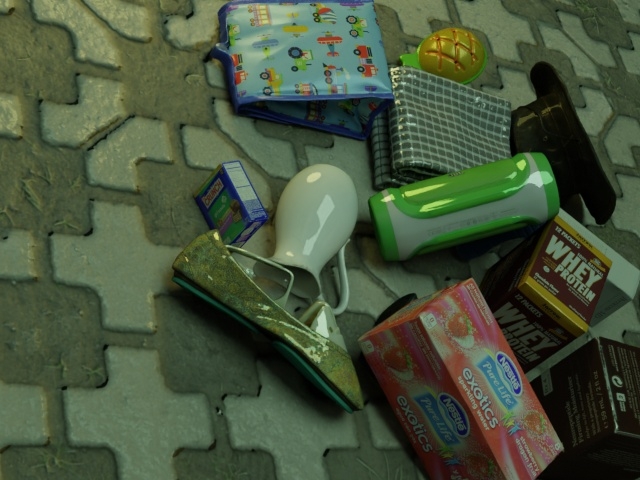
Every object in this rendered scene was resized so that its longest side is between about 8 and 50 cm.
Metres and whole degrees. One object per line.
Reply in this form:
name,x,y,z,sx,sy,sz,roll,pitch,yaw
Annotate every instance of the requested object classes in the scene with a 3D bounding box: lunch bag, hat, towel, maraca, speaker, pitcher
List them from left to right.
lunch bag,-0.044,-0.312,1.970,0.293,0.138,0.221,3,60,-23
pitcher,0.000,0.000,1.785,0.178,0.125,0.207,43,52,-31
maraca,0.237,-0.345,2.203,0.185,0.099,0.127,-29,69,-18
towel,0.229,-0.175,2.055,0.283,0.121,0.235,14,53,-27
speaker,0.234,-0.055,1.873,0.296,0.131,0.131,-15,63,-1
hat,0.425,-0.163,2.156,0.134,0.331,0.331,-24,70,-1

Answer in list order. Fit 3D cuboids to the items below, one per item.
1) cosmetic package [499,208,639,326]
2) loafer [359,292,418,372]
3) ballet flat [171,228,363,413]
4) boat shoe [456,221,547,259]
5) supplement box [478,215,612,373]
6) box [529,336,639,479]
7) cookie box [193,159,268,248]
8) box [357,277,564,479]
cosmetic package,0.451,0.041,2.062,0.231,0.117,0.085,37,46,-6
loafer,0.119,0.152,1.795,0.061,0.062,0.170,49,50,-16
ballet flat,-0.052,0.109,1.646,0.348,0.123,0.123,37,45,-3
boat shoe,0.317,-0.033,1.984,0.066,0.183,0.066,61,15,-25
supplement box,0.356,0.097,1.898,0.129,0.194,0.191,40,45,-5
box,0.455,0.284,1.829,0.167,0.203,0.168,15,52,-26
cookie box,-0.137,-0.052,1.731,0.040,0.092,0.107,-11,66,-43
box,0.211,0.230,1.699,0.154,0.142,0.300,-29,92,-45
